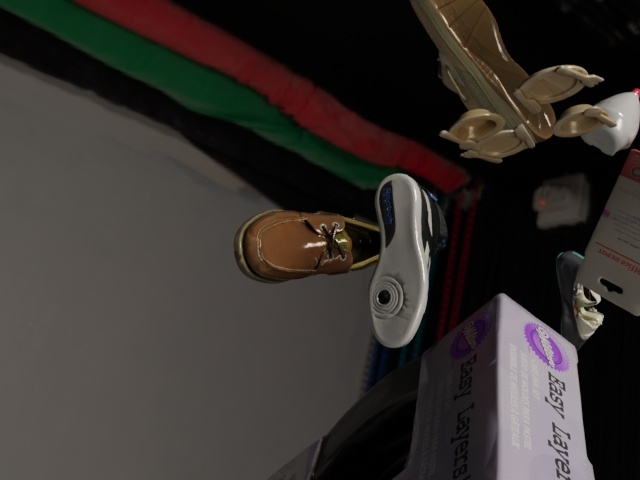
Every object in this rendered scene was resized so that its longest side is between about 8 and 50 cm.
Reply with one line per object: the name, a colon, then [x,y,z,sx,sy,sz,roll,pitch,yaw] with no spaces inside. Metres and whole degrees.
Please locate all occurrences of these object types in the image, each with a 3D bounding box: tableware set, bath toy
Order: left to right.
tableware set: [0.205,-0.118,0.754,0.168,0.020,0.141,-22,-24,34]
bath toy: [0.627,-0.143,1.342,0.348,0.129,0.151,39,-13,11]

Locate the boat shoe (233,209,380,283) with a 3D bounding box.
boat shoe: [0.000,0.000,1.147,0.104,0.111,0.307,-10,-2,35]

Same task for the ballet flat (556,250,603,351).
ballet flat: [0.456,0.115,1.331,0.074,0.203,0.074,-10,20,4]

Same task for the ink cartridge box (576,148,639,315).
ink cartridge box: [0.439,-0.008,1.021,0.067,0.198,0.115,8,19,-37]

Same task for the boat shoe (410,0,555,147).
boat shoe: [0.213,-0.253,1.095,0.302,0.109,0.098,50,-38,-9]

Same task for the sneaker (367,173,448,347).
sneaker: [0.124,0.031,0.978,0.079,0.217,0.121,-1,-9,33]

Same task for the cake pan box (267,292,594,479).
cake pan box: [0.032,0.178,0.403,0.070,0.267,0.246,40,-58,-11]
